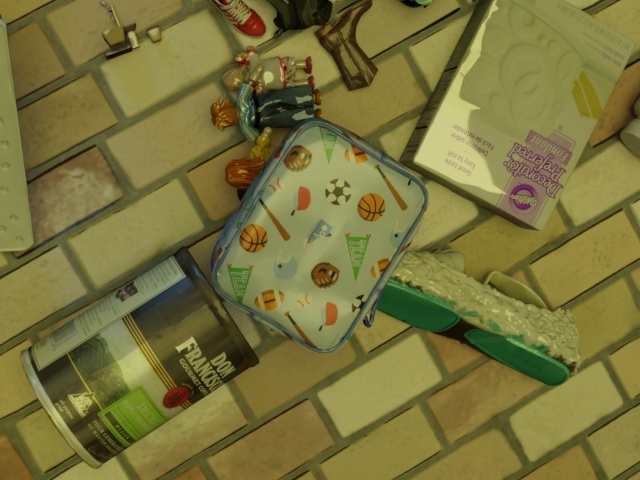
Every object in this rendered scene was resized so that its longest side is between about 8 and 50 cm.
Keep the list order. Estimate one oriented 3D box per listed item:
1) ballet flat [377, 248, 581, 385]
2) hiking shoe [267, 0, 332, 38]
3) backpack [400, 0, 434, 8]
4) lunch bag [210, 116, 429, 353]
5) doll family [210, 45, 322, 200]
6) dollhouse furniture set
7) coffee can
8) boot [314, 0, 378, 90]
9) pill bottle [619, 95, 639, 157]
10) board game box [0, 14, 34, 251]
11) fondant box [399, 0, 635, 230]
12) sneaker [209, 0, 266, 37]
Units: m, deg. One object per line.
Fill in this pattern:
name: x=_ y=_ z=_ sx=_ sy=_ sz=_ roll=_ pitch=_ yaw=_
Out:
ballet flat: x=0.228 y=0.095 z=1.660 sx=0.408 sy=0.147 sz=0.147 roll=26 pitch=89 yaw=-14
hiking shoe: x=-0.072 y=-0.407 z=1.552 sx=0.114 sy=0.086 sz=0.227 roll=-14 pitch=108 yaw=25
backpack: x=0.139 y=-0.460 z=1.584 sx=0.166 sy=0.144 sz=0.188 roll=-45 pitch=97 yaw=1
lunch bag: x=0.000 y=0.000 z=1.490 sx=0.243 sy=0.115 sz=0.303 roll=31 pitch=96 yaw=-11
doll family: x=-0.077 y=-0.161 z=1.574 sx=0.163 sy=0.118 sz=0.263 roll=-8 pitch=95 yaw=-9
dollhouse furniture set: x=-0.283 y=-0.321 z=1.531 sx=0.091 sy=0.114 sz=0.081 roll=-21 pitch=93 yaw=-6
coffee can: x=-0.255 y=0.165 z=1.523 sx=0.275 sy=0.201 sz=0.202 roll=-33 pitch=99 yaw=-6
boot: x=0.063 y=-0.297 z=1.632 sx=0.106 sy=0.037 sz=0.114 roll=-34 pitch=96 yaw=7
pill bottle: x=0.569 y=-0.218 z=1.694 sx=0.108 sy=0.108 sz=0.193 roll=43 pitch=86 yaw=-10
board game box: x=-0.594 y=-0.134 z=1.404 sx=0.389 sy=0.050 sz=0.390 roll=-3 pitch=133 yaw=-10
fondant box: x=0.304 y=-0.213 z=1.653 sx=0.238 sy=0.096 sz=0.330 roll=27 pitch=90 yaw=-11
sneaker: x=-0.125 y=-0.346 z=1.579 sx=0.118 sy=0.067 sz=0.042 roll=39 pitch=85 yaw=-11
